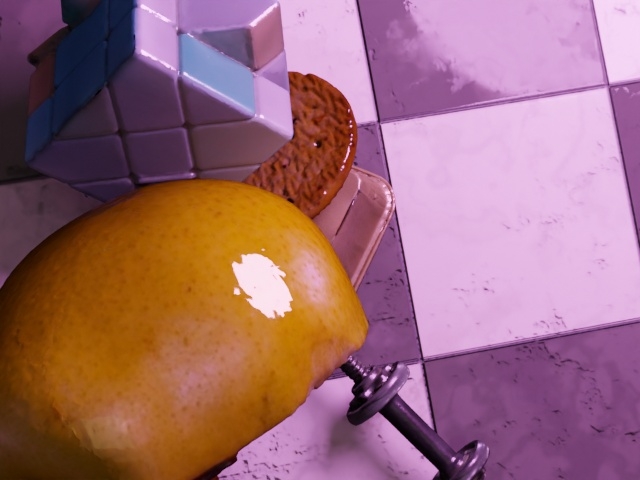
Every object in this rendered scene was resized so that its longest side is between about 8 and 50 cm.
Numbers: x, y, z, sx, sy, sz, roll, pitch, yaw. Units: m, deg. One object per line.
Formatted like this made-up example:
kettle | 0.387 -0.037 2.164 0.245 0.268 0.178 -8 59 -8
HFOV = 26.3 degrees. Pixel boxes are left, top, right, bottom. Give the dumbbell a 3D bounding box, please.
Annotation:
dumbbell | 0.096 0.191 1.361 0.254 0.081 0.081 45 82 -3

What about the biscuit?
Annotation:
biscuit | -0.048 -0.081 1.341 0.188 0.027 0.188 -13 58 22

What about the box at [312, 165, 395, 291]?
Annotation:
box | 0.000 0.000 1.361 0.111 0.111 0.177 27 79 -4

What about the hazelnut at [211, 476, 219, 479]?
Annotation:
hazelnut | -0.181 0.243 1.257 0.208 0.208 0.208 1 85 -6

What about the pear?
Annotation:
pear | -0.150 0.062 1.134 0.340 0.386 0.191 -18 104 26

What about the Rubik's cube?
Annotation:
Rubik's cube | -0.150 -0.166 1.277 0.224 0.265 0.213 29 40 -34
